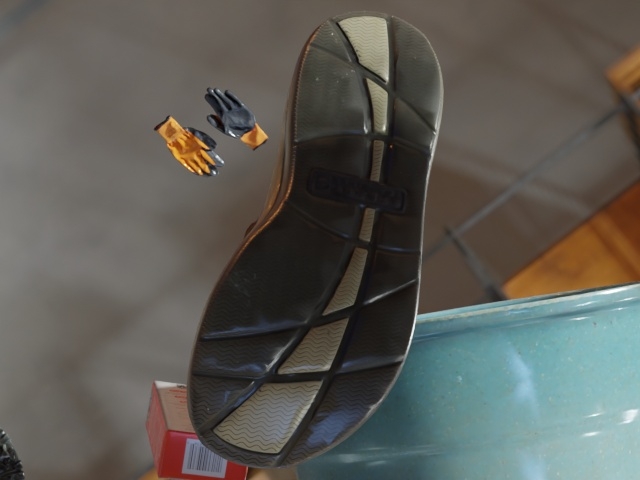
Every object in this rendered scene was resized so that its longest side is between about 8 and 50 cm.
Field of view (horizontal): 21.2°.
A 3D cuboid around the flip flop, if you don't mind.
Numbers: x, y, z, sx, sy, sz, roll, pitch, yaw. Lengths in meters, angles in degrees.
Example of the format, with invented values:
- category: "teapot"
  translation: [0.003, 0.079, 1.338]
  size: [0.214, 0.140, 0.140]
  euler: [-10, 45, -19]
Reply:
- category: "flip flop"
  translation: [0.000, 0.000, 0.956]
  size: [0.112, 0.277, 0.080]
  euler: [17, -24, -8]

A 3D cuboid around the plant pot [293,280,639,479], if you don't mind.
- category: "plant pot"
  translation: [0.138, 0.211, 1.234]
  size: [0.341, 0.341, 0.334]
  euler: [33, 47, -86]

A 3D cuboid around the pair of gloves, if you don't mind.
- category: "pair of gloves"
  translation: [-0.096, -0.094, 1.508]
  size: [0.074, 0.083, 0.010]
  euler: [47, 22, -26]

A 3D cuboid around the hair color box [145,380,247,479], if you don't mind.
- category: "hair color box"
  translation: [-0.101, 0.157, 1.403]
  size: [0.072, 0.043, 0.141]
  euler: [8, 10, -11]

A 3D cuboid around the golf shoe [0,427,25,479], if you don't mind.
- category: "golf shoe"
  translation: [-0.342, 0.190, 1.584]
  size: [0.198, 0.077, 0.094]
  euler: [52, -28, 12]
